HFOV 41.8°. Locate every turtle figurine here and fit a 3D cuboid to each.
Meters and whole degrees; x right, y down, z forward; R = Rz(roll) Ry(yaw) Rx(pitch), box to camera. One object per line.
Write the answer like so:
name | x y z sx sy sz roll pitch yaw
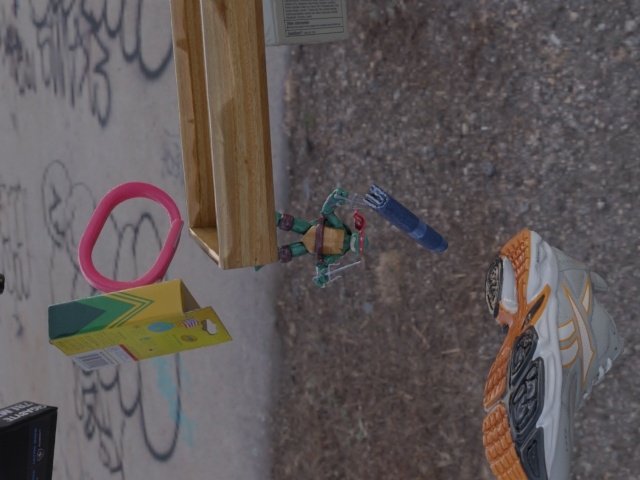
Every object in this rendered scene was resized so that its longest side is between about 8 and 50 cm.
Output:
turtle figurine | 0.000 0.000 1.502 0.118 0.234 0.175 69 -157 -80

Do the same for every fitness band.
fitness band | -0.441 -0.005 1.958 0.054 0.209 0.290 108 -179 -62

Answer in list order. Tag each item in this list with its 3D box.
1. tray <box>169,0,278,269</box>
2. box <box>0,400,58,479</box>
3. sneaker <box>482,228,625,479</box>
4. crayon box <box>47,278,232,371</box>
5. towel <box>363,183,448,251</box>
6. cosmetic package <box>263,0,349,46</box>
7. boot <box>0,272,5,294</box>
tray | -0.119 -0.190 0.984 0.203 0.076 0.410 -150 54 -67
box | -0.484 0.395 1.144 0.293 0.073 0.295 -6 -76 -73
sneaker | 0.217 0.109 0.735 0.099 0.121 0.262 123 163 -51
crayon box | -0.353 0.168 1.677 0.202 0.319 0.081 76 -177 -63
towel | 0.112 -0.025 1.100 0.029 0.119 0.067 -52 27 4
cosmetic package | -0.060 -0.440 1.212 0.113 0.160 0.309 5 106 43
boot | -0.573 0.074 1.364 0.198 0.137 0.076 27 106 58
